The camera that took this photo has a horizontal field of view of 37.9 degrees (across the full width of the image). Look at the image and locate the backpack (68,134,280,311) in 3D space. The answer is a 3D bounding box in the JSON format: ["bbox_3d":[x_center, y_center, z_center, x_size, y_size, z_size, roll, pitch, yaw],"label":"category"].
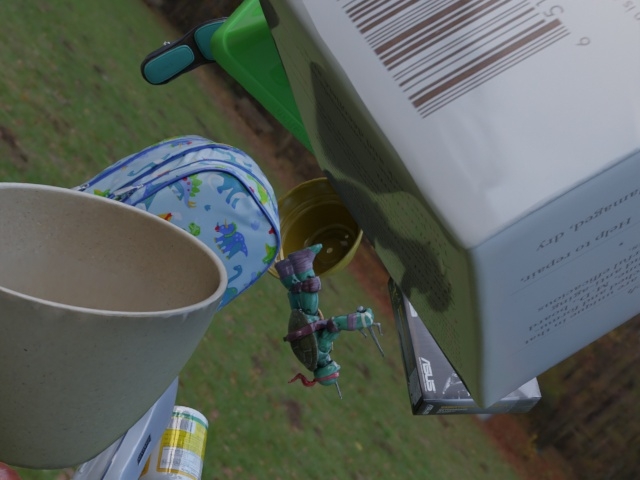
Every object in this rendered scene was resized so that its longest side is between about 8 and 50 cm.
[{"bbox_3d":[-0.226,0.009,1.323,0.273,0.355,0.290,2,-51,57],"label":"backpack"}]

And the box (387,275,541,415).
[{"bbox_3d":[0.209,0.145,1.391,0.056,0.183,0.231,109,-21,-53],"label":"box"}]

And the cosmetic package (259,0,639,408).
[{"bbox_3d":[0.176,-0.117,0.778,0.329,0.327,0.394,58,-4,25],"label":"cosmetic package"}]

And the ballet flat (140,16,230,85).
[{"bbox_3d":[-0.211,-0.325,1.575,0.074,0.203,0.074,155,-90,-88],"label":"ballet flat"}]

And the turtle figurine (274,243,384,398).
[{"bbox_3d":[0.002,0.130,1.407,0.175,0.118,0.234,-25,-97,50],"label":"turtle figurine"}]

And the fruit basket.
[{"bbox_3d":[0.031,-0.262,1.442,0.392,0.283,0.392,34,-18,13],"label":"fruit basket"}]

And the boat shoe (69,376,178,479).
[{"bbox_3d":[-0.283,0.273,1.355,0.084,0.095,0.258,11,34,10],"label":"boat shoe"}]

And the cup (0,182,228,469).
[{"bbox_3d":[-0.292,0.106,1.028,0.331,0.237,0.331,16,18,-6],"label":"cup"}]

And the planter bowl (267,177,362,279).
[{"bbox_3d":[0.000,0.000,1.697,0.217,0.217,0.090,52,2,42],"label":"planter bowl"}]

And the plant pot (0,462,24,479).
[{"bbox_3d":[-0.427,0.456,1.281,0.265,0.272,0.272,23,-2,10],"label":"plant pot"}]

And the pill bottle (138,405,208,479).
[{"bbox_3d":[-0.282,0.432,1.772,0.117,0.117,0.208,47,33,-39],"label":"pill bottle"}]
